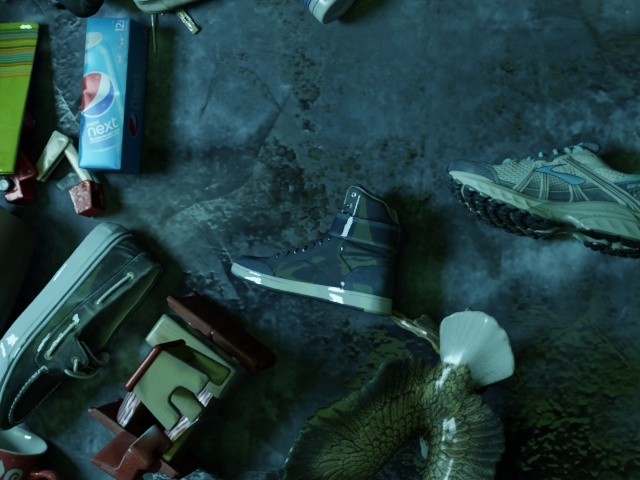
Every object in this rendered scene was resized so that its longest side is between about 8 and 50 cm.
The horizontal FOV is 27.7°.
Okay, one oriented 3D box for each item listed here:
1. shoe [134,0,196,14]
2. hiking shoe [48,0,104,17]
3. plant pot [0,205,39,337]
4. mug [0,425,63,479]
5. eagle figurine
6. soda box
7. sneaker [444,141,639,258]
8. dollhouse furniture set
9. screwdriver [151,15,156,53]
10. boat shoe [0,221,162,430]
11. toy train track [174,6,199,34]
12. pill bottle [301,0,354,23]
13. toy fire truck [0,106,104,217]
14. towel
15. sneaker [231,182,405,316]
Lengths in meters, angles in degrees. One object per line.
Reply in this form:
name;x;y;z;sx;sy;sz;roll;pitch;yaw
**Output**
shoe;-0.157;-0.369;1.772;0.219;0.058;0.077;-24;83;5
hiking shoe;-0.428;-0.383;1.841;0.304;0.113;0.132;38;106;23
plant pot;-0.502;0.052;1.797;0.215;0.215;0.230;33;82;14
mug;-0.447;0.356;1.795;0.150;0.113;0.169;26;99;38
eagle figurine;0.127;0.240;1.594;0.226;0.298;0.225;-3;130;46
soda box;-0.287;-0.200;1.801;0.067;0.071;0.210;2;88;15
sneaker;0.299;-0.066;1.634;0.283;0.110;0.122;16;74;13
dollhouse furniture set;-0.203;0.188;1.608;0.152;0.374;0.201;37;96;9
screwdriver;-0.236;-0.348;1.821;0.025;0.024;0.170;-10;86;43
boat shoe;-0.343;0.136;1.775;0.119;0.121;0.335;36;95;18
toy train track;-0.199;-0.323;1.813;0.048;0.014;0.083;-40;79;10
pill bottle;-0.011;-0.354;1.735;0.067;0.067;0.120;-43;78;10
toy fire truck;-0.393;-0.112;1.839;0.135;0.047;0.192;-19;81;12
towel;-0.461;-0.203;1.836;0.102;0.021;0.237;-2;68;18
sneaker;0.001;0.000;1.707;0.226;0.086;0.163;11;89;17
